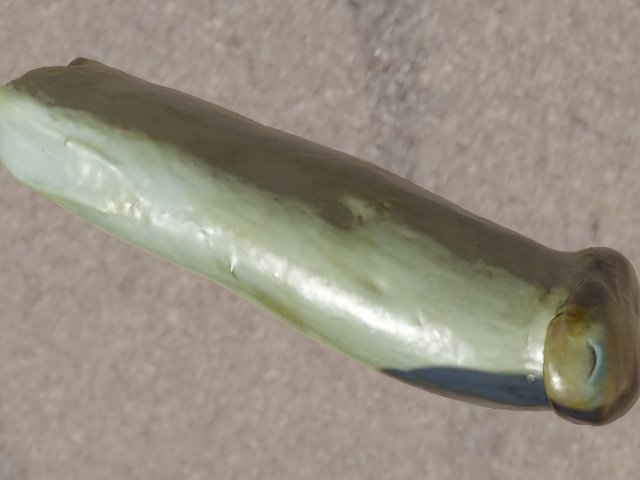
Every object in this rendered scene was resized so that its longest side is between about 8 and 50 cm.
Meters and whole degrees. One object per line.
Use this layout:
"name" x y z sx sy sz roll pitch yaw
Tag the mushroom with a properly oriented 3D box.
"mushroom" 0.000 0.000 0.856 0.312 0.100 0.081 23 106 17
